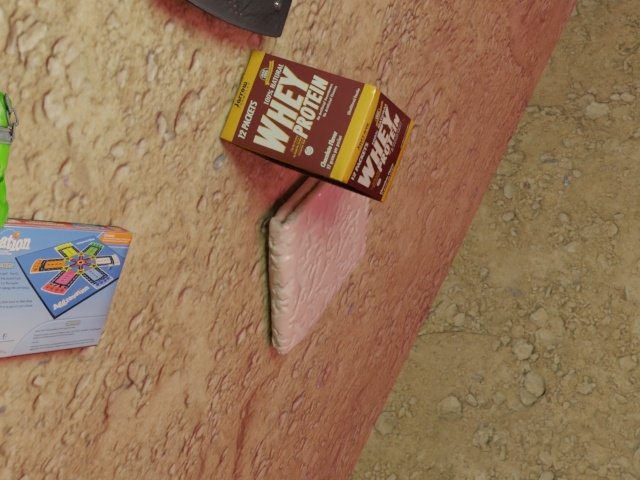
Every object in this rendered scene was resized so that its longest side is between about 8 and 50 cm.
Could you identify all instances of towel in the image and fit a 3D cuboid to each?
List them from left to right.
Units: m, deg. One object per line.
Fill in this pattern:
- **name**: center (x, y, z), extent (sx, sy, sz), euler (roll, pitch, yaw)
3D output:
- **towel**: center (0.000, 0.000, 1.492), extent (0.317, 0.053, 0.331), euler (-51, 154, -39)

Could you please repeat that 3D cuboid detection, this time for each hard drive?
- **hard drive**: center (-0.095, -0.335, 0.933), extent (0.255, 0.054, 0.171), euler (-3, 113, -66)

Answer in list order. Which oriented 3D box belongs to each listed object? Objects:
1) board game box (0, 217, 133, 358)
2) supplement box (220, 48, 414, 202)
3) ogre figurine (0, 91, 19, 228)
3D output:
- **board game box**: center (-0.303, 0.049, 0.841), extent (0.281, 0.027, 0.145), euler (6, 106, -68)
- **supplement box**: center (0.001, -0.155, 1.150), extent (0.194, 0.191, 0.129), euler (16, 95, -68)
- **ogre figurine**: center (-0.316, -0.040, 0.646), extent (0.197, 0.097, 0.118), euler (-62, 145, -60)
